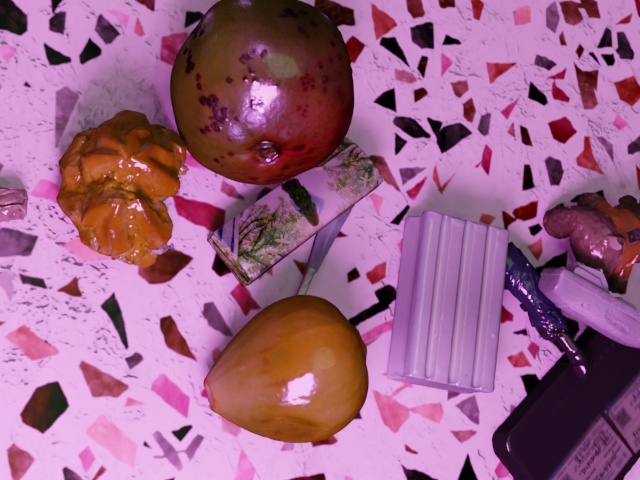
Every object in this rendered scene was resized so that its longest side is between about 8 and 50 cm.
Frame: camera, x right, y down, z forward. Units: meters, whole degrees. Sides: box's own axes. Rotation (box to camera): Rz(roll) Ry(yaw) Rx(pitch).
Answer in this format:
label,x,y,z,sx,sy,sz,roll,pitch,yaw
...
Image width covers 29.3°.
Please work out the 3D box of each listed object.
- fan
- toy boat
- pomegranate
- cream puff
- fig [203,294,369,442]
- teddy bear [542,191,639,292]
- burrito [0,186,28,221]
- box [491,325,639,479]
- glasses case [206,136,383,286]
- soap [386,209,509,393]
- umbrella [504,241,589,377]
label,x,y,z,sx,sy,sz,roll,pitch,yaw
fan,0.000,0.000,1.896,0.057,0.023,0.282,32,68,-18
toy boat,0.471,0.108,1.995,0.260,0.078,0.085,30,77,-22
pomegranate,-0.095,-0.250,1.758,0.290,0.291,0.324,-10,74,-26
cream puff,-0.272,-0.082,1.700,0.194,0.194,0.221,13,73,-22
fig,-0.040,0.196,1.749,0.230,0.207,0.207,-44,101,-1
teddy bear,0.494,-0.003,2.067,0.190,0.140,0.177,-17,86,-35
burrito,-0.490,-0.045,1.663,0.188,0.045,0.058,-1,57,-23
box,0.453,0.293,2.035,0.350,0.058,0.211,-42,101,-25
glasses case,-0.035,-0.046,1.851,0.272,0.062,0.095,-38,90,-23
soap,0.202,0.099,1.933,0.159,0.087,0.266,13,77,-23
umbrella,0.360,0.116,2.004,0.071,0.071,0.248,-34,86,-26
